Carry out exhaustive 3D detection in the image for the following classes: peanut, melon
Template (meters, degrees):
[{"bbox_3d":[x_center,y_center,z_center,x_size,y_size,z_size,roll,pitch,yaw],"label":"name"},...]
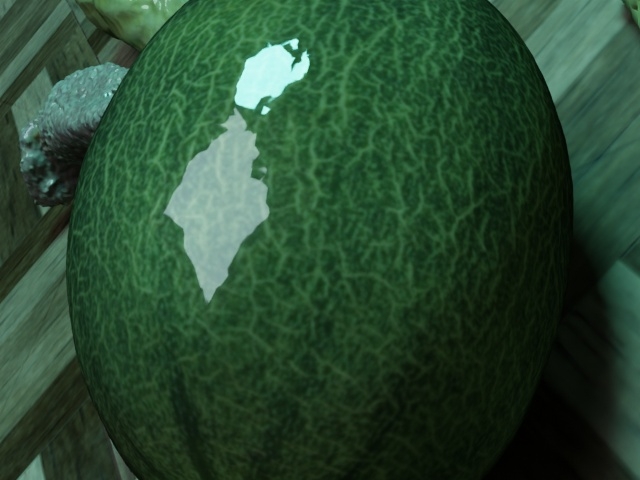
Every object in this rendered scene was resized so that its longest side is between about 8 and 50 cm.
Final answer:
[{"bbox_3d":[-0.172,-0.236,1.155,0.274,0.125,0.111,29,102,59],"label":"peanut"},{"bbox_3d":[0.000,0.000,0.574,0.237,0.237,0.301,-24,41,39],"label":"melon"}]

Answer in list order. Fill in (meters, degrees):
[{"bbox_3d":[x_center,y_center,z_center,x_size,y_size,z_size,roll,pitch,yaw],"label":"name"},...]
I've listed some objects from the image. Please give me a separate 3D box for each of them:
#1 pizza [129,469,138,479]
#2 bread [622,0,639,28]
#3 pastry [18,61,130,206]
[{"bbox_3d":[-0.086,0.103,0.768,0.195,0.052,0.185,7,72,51],"label":"pizza"},{"bbox_3d":[0.293,-0.209,0.565,0.315,0.279,0.248,-4,40,-4],"label":"bread"},{"bbox_3d":[-0.175,-0.097,1.045,0.265,0.103,0.112,-4,48,49],"label":"pastry"}]
